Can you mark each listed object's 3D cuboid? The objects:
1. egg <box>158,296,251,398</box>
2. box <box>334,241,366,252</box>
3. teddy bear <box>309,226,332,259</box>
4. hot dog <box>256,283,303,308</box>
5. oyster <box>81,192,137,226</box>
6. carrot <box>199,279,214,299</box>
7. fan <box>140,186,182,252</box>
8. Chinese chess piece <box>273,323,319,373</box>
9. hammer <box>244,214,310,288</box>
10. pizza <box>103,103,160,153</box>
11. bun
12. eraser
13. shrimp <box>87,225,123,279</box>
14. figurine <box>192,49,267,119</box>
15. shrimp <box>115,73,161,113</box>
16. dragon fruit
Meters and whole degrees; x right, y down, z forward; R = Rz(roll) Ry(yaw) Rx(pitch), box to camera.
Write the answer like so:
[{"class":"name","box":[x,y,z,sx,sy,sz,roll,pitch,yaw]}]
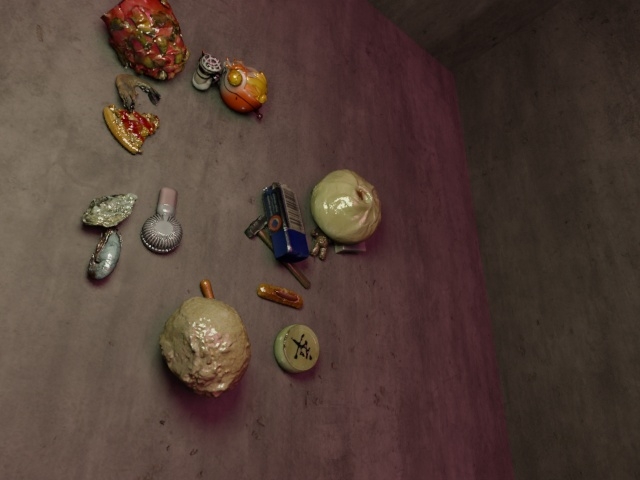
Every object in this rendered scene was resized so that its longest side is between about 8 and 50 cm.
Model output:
[{"class":"egg","box":[-0.350,0.324,1.248,0.279,0.279,0.310,-21,77,-44]},{"class":"box","box":[0.129,-0.058,1.961,0.155,0.067,0.242,2,71,-38]},{"class":"teddy bear","box":[0.005,-0.001,1.822,0.119,0.078,0.160,22,60,-29]},{"class":"hot dog","box":[-0.155,0.219,1.613,0.216,0.047,0.066,26,55,-32]},{"class":"oyster","box":[-0.661,-0.098,1.258,0.125,0.064,0.177,19,37,-10]},{"class":"carrot","box":[-0.384,0.228,1.415,0.037,0.037,0.190,-14,83,-44]},{"class":"fan","box":[-0.537,-0.076,1.386,0.130,0.074,0.244,13,59,-25]},{"class":"Chinese chess piece","box":[-0.091,0.420,1.563,0.188,0.083,0.188,19,58,-35]},{"class":"hammer","box":[-0.164,0.060,1.681,0.365,0.043,0.111,51,46,-16]},{"class":"pizza","box":[-0.648,-0.415,1.431,0.188,0.062,0.199,56,45,-11]},{"class":"bun","box":[0.143,-0.168,1.838,0.364,0.202,0.364,15,62,-31]},{"class":"eraser","box":[-0.143,-0.074,1.667,0.155,0.102,0.332,19,53,-55]},{"class":"shrimp","box":[-0.653,0.018,1.243,0.090,0.079,0.232,78,8,-56]},{"class":"figurine","box":[-0.362,-0.657,1.688,0.323,0.196,0.320,20,20,-23]},{"class":"shrimp","box":[-0.656,-0.523,1.452,0.152,0.046,0.219,10,46,-39]},{"class":"dragon fruit","box":[-0.612,-0.737,1.466,0.291,0.250,0.269,49,54,-35]}]
